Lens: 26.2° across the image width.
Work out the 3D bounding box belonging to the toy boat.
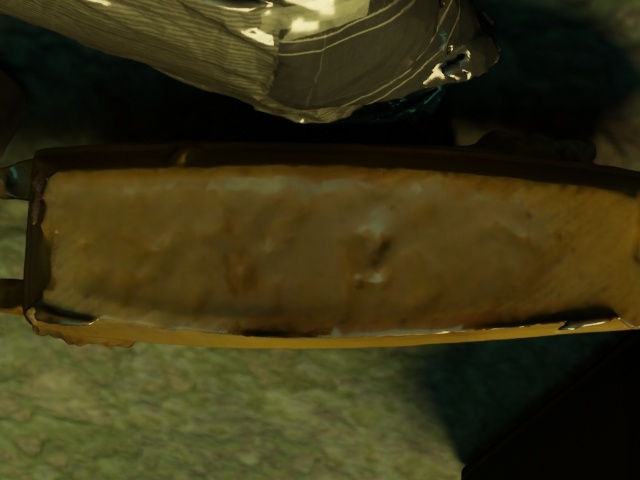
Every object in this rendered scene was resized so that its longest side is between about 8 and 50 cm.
[{"bbox_3d":[0.000,0.000,0.584,0.310,0.115,0.089,-1,88,6],"label":"toy boat"}]

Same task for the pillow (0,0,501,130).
[{"bbox_3d":[-0.090,-0.120,0.504,0.335,0.161,0.093,20,86,-7],"label":"pillow"}]

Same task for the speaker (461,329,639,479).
[{"bbox_3d":[0.198,0.174,0.650,0.231,0.153,0.192,34,125,-15],"label":"speaker"}]

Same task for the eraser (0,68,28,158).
[{"bbox_3d":[-0.298,-0.113,0.570,0.144,0.078,0.343,-37,112,29],"label":"eraser"}]
